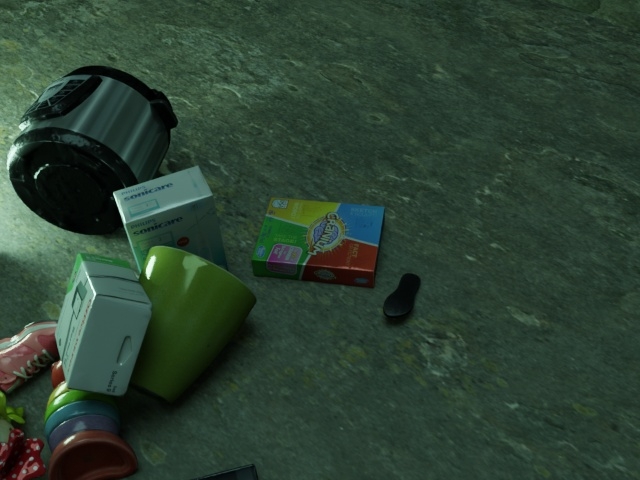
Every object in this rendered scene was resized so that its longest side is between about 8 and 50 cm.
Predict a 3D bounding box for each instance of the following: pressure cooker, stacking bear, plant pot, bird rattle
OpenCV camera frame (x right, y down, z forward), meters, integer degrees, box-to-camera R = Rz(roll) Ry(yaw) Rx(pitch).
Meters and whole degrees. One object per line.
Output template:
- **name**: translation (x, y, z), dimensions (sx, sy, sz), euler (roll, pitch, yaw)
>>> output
- **pressure cooker**: translation (-0.620, -0.271, 2.084), dimensions (0.370, 0.375, 0.420), euler (23, 47, -9)
- **stacking bear**: translation (-0.512, 0.364, 1.612), dimensions (0.176, 0.164, 0.289), euler (-16, 43, -12)
- **plant pot**: translation (-0.329, 0.208, 1.698), dimensions (0.275, 0.274, 0.293), euler (17, 67, 18)
- **bird rattle**: translation (-0.679, 0.443, 1.564), dimensions (0.207, 0.143, 0.253), euler (-45, 52, 2)

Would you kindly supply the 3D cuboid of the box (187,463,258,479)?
- **box**: translation (-0.189, 0.563, 1.464), dimensions (0.175, 0.051, 0.220), euler (-12, 47, -8)

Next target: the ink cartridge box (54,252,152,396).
- **ink cartridge box**: translation (-0.466, 0.170, 1.593), dimensions (0.122, 0.211, 0.289), euler (15, 8, -27)

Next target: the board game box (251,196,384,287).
- **board game box**: translation (0.000, 0.000, 1.985), dimensions (0.317, 0.064, 0.242), euler (5, 47, 8)

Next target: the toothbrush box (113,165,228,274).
- **toothbrush box**: translation (-0.362, -0.013, 1.860), dimensions (0.216, 0.295, 0.126), euler (-19, 48, -15)

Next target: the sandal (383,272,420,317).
- **sandal**: translation (0.205, 0.144, 1.858), dimensions (0.067, 0.040, 0.179), euler (21, 36, 15)

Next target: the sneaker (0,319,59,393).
- **sneaker**: translation (-0.693, 0.286, 1.741), dimensions (0.314, 0.116, 0.136), euler (-17, 57, -3)
